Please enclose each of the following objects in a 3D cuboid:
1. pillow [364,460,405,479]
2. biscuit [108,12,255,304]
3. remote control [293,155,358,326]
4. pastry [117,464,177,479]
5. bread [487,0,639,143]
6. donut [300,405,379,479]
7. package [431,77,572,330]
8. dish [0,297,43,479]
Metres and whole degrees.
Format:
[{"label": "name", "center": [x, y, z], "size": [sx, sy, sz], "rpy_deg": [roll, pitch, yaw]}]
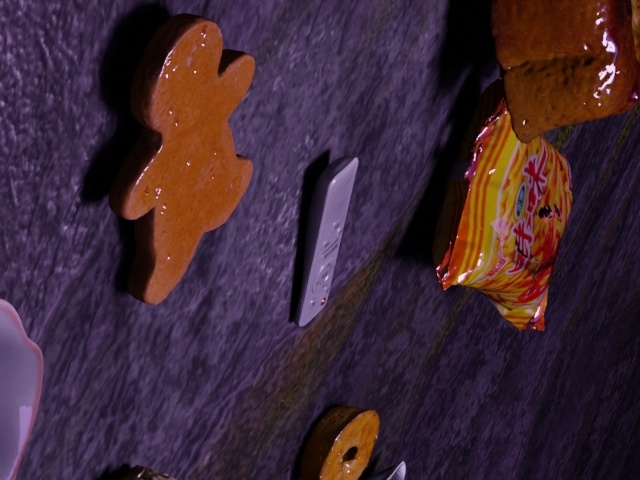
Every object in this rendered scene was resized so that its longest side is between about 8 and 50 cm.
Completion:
[{"label": "pillow", "center": [0.048, 0.300, 2.084], "size": [0.136, 0.055, 0.091], "rpy_deg": [-30, 121, -59]}, {"label": "biscuit", "center": [-0.104, -0.072, 1.360], "size": [0.165, 0.036, 0.250], "rpy_deg": [-54, 159, -28]}, {"label": "remote control", "center": [0.000, 0.000, 1.695], "size": [0.050, 0.027, 0.184], "rpy_deg": [-42, 153, -43]}, {"label": "pastry", "center": [-0.162, 0.289, 1.526], "size": [0.192, 0.093, 0.182], "rpy_deg": [-50, 156, -35]}, {"label": "bread", "center": [0.241, -0.229, 1.831], "size": [0.232, 0.135, 0.246], "rpy_deg": [-37, 123, -67]}, {"label": "donut", "center": [0.019, 0.212, 1.934], "size": [0.097, 0.043, 0.108], "rpy_deg": [-67, 157, 5]}, {"label": "package", "center": [0.191, -0.027, 1.990], "size": [0.288, 0.108, 0.223], "rpy_deg": [32, 69, -58]}, {"label": "dish", "center": [-0.263, 0.128, 1.144], "size": [0.229, 0.081, 0.229], "rpy_deg": [-54, 158, -35]}]
